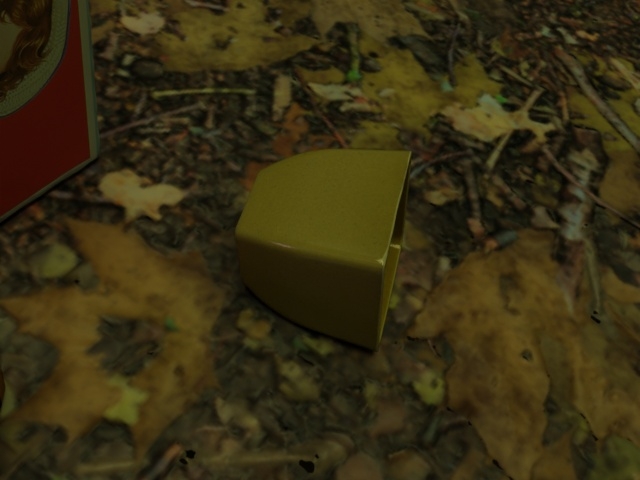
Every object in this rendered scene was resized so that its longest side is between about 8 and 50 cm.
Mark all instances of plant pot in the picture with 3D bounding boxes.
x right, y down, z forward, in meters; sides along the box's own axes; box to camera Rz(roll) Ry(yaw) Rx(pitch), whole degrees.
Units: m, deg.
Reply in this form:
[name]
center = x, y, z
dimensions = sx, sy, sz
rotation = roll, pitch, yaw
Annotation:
[plant pot]
center = 0.000, 0.000, 0.429
dimensions = 0.083, 0.081, 0.081
rotation = 9, 52, 9

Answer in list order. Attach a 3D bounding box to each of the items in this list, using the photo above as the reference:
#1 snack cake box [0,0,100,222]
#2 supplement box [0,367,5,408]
[snack cake box]
center = -0.187, -0.107, 0.343
dimensions = 0.089, 0.264, 0.152
rotation = 36, 55, 14
[supplement box]
center = -0.195, 0.119, 0.294
dimensions = 0.104, 0.081, 0.188
rotation = 6, 54, -9
